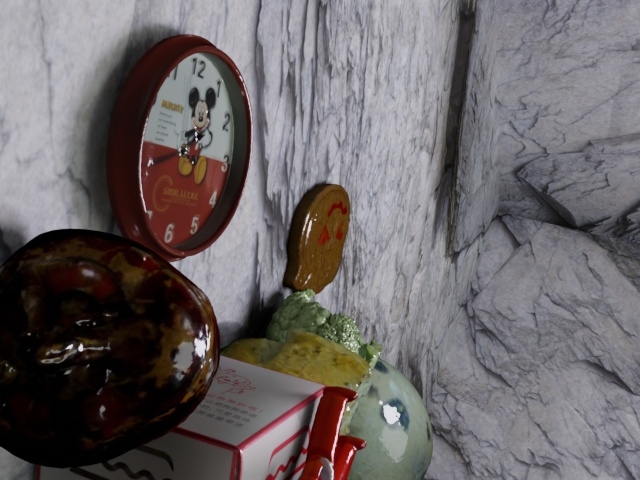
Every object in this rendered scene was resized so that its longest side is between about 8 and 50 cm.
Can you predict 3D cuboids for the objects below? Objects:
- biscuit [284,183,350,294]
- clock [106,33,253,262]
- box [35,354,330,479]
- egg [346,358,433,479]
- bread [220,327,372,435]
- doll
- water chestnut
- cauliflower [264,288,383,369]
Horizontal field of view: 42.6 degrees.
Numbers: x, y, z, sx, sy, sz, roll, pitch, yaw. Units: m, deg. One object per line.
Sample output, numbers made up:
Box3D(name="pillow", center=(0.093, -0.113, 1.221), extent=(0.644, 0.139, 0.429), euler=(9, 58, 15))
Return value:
Box3D(name="biscuit", center=(0.002, 0.000, 1.792), extent=(0.273, 0.049, 0.257), euler=(-14, 118, -65))
Box3D(name="clock", center=(-0.197, -0.126, 1.148), extent=(0.318, 0.080, 0.318), euler=(11, 90, -67))
Box3D(name="box", center=(-0.190, 0.343, 1.158), extent=(0.312, 0.314, 0.300), euler=(-15, 115, -66))
Box3D(name="egg", center=(0.086, 0.444, 1.890), extent=(0.428, 0.345, 0.345), euler=(84, 29, -43))
Box3D(name="bread", center=(-0.107, 0.347, 1.455), extent=(0.239, 0.264, 0.395), euler=(-38, 152, -62))
Box3D(name="doll", center=(-0.016, 0.386, 1.078), extent=(0.188, 0.099, 0.384), euler=(77, 27, -45))
Box3D(name="water chestnut", center=(-0.254, 0.125, 0.909), extent=(0.244, 0.289, 0.289), euler=(-78, 171, -57))
Box3D(name="cauliflower", center=(0.004, 0.241, 1.656), extent=(0.275, 0.250, 0.272), euler=(-119, -139, -66))
